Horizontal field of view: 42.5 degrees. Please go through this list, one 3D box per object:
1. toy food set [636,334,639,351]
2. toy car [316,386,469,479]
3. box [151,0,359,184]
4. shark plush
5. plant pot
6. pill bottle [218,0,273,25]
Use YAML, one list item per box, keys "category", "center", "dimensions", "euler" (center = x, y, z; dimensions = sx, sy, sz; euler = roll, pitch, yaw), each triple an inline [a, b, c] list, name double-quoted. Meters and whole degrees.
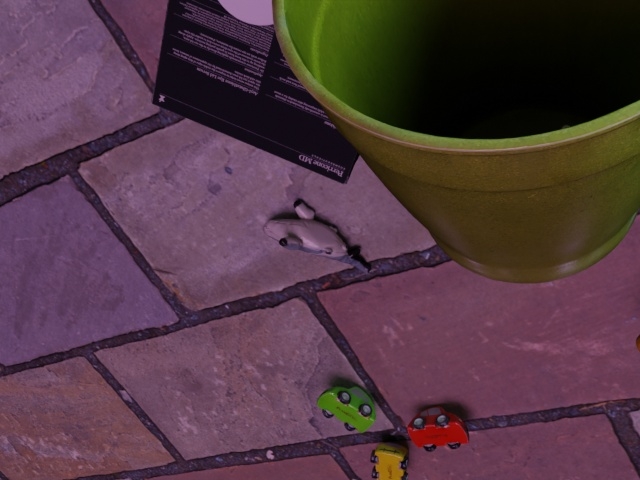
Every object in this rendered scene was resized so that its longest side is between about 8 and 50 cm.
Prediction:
- category: "toy food set"
  center: [0.519, 0.128, 1.005]
  dimensions: [0.232, 0.111, 0.104]
  euler: [28, 132, 2]
- category: "toy car"
  center: [0.100, 0.299, 1.352]
  dimensions: [0.225, 0.053, 0.239]
  euler: [33, 131, -5]
- category: "box"
  center: [-0.051, -0.207, 0.974]
  dimensions: [0.261, 0.103, 0.184]
  euler: [23, 129, 2]
- category: "shark plush"
  center: [0.000, 0.000, 1.173]
  dimensions: [0.161, 0.073, 0.067]
  euler: [14, 154, -16]
- category: "plant pot"
  center: [0.182, -0.135, 0.766]
  dimensions: [0.366, 0.366, 0.353]
  euler: [4, 152, 19]
- category: "pill bottle"
  center: [-0.027, -0.298, 0.813]
  dimensions: [0.121, 0.216, 0.121]
  euler: [11, 130, 13]
